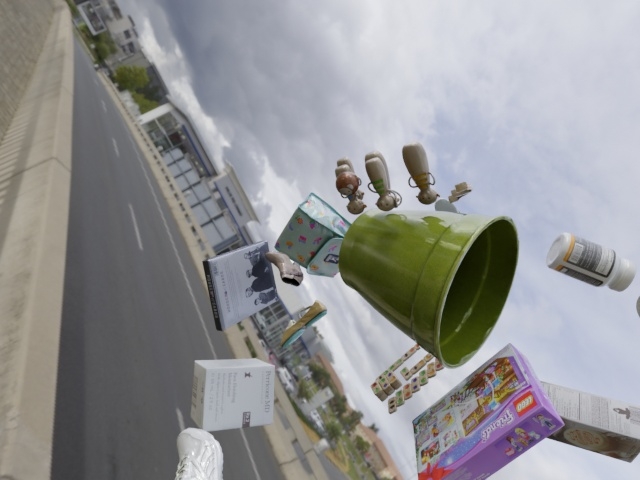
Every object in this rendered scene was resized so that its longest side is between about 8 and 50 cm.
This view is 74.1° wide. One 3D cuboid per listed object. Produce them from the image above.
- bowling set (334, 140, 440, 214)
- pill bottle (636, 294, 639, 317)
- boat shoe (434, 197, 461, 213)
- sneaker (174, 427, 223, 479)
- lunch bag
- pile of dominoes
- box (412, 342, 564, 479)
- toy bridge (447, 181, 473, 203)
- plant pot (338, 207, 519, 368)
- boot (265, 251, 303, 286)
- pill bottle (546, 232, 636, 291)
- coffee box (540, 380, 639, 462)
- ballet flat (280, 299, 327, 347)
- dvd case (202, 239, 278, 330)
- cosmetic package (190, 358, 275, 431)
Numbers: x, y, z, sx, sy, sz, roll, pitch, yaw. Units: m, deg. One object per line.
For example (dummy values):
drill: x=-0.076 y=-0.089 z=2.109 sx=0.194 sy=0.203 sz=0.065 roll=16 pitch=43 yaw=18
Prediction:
bowling set: x=0.111 y=-0.116 z=1.017 sx=0.286 sy=0.199 sz=0.154 roll=-1 pitch=-62 yaw=49
pill bottle: x=1.178 y=0.191 z=1.366 sx=0.187 sy=0.333 sz=0.188 roll=24 pitch=-63 yaw=57
boat shoe: x=0.530 y=-0.087 z=1.700 sx=0.219 sy=0.077 sz=0.070 roll=46 pitch=18 yaw=-14
sneaker: x=-0.241 y=0.454 z=0.799 sx=0.115 sy=0.091 sz=0.232 roll=18 pitch=19 yaw=-43
lunch bag: x=0.000 y=0.000 z=1.522 sx=0.262 sy=0.160 sz=0.223 roll=37 pitch=-54 yaw=0
pile of dominoes: x=0.273 y=0.412 z=1.349 sx=0.040 sy=0.251 sz=0.196 roll=48 pitch=0 yaw=-13
box: x=0.308 y=0.361 z=0.839 sx=0.057 sy=0.293 sz=0.201 roll=40 pitch=19 yaw=-5
toy bridge: x=0.437 y=-0.152 z=1.314 sx=0.188 sy=0.063 sz=0.026 roll=27 pitch=44 yaw=-78
plant pot: x=0.247 y=0.072 z=1.078 sx=0.352 sy=0.366 sz=0.367 roll=23 pitch=-35 yaw=42
boot: x=-0.099 y=0.079 z=1.154 sx=0.087 sy=0.118 sz=0.042 roll=-89 pitch=-157 yaw=-58
pill bottle: x=1.070 y=0.090 z=1.686 sx=0.278 sy=0.162 sz=0.162 roll=23 pitch=-21 yaw=10
coffee box: x=0.702 y=0.481 z=1.132 sx=0.246 sy=0.098 sz=0.141 roll=9 pitch=-44 yaw=23
ballet flat: x=-0.076 y=0.320 z=1.648 sx=0.073 sy=0.232 sz=0.080 roll=50 pitch=-2 yaw=24
dvd case: x=-0.202 y=0.110 z=1.119 sx=0.029 sy=0.238 sz=0.180 roll=-5 pitch=-81 yaw=31
cosmetic package: x=-0.232 y=0.399 z=1.117 sx=0.151 sy=0.183 sz=0.152 roll=-15 pitch=-108 yaw=61
